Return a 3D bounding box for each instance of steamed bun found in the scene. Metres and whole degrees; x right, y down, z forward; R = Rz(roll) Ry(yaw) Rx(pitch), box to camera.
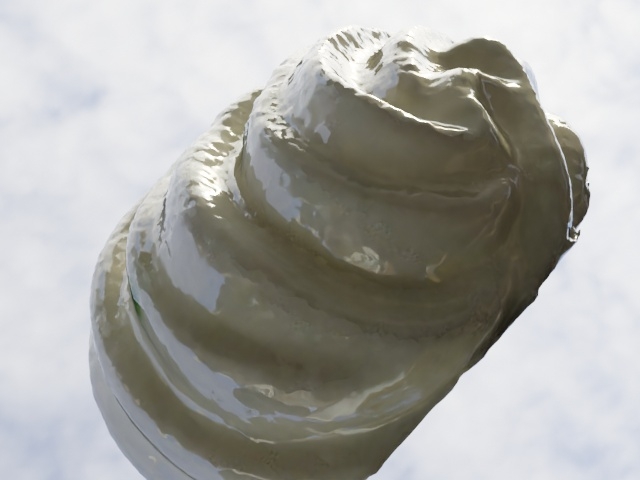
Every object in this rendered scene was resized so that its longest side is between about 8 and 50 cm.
[{"bbox_3d":[0.000,0.000,0.450,0.106,0.183,0.183,40,-125,-4],"label":"steamed bun"}]
